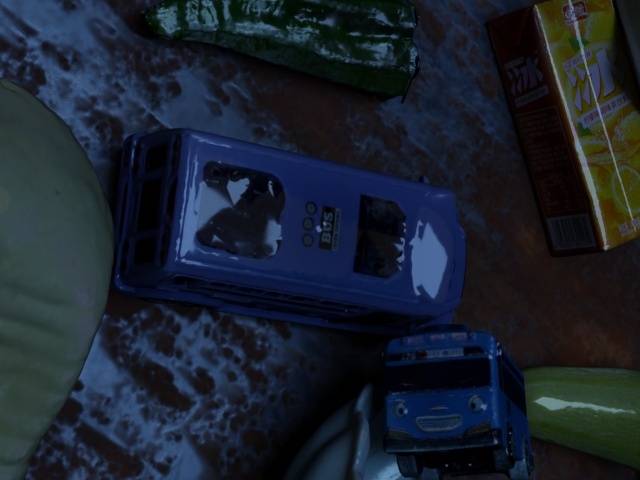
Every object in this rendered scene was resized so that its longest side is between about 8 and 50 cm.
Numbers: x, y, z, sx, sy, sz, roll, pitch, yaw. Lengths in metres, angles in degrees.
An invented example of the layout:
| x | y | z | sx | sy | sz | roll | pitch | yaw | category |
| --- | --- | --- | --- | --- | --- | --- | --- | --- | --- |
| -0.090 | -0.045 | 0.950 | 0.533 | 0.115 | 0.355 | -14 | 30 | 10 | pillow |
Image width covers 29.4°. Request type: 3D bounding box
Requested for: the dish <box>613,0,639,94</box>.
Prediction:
| x | y | z | sx | sy | sz | roll | pitch | yaw | category |
| --- | --- | --- | --- | --- | --- | --- | --- | --- | --- |
| 0.304 | -0.194 | 1.098 | 0.154 | 0.064 | 0.234 | 57 | 23 | -50 | dish |

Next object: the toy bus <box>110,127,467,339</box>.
| x | y | z | sx | sy | sz | roll | pitch | yaw | category |
| --- | --- | --- | --- | --- | --- | --- | --- | --- | --- |
| 0.000 | 0.000 | 0.897 | 0.292 | 0.133 | 0.126 | 11 | 80 | -30 | toy bus |

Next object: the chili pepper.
| x | y | z | sx | sy | sz | roll | pitch | yaw | category |
| --- | --- | --- | --- | --- | --- | --- | --- | --- | --- |
| -0.031 | -0.157 | 0.936 | 0.226 | 0.059 | 0.088 | 1 | 90 | -29 | chili pepper |

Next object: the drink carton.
| x | y | z | sx | sy | sz | roll | pitch | yaw | category |
| --- | --- | --- | --- | --- | --- | --- | --- | --- | --- |
| 0.231 | -0.105 | 1.083 | 0.096 | 0.071 | 0.223 | -21 | 97 | -30 | drink carton |

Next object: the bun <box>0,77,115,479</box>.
| x | y | z | sx | sy | sz | roll | pitch | yaw | category |
| --- | --- | --- | --- | --- | --- | --- | --- | --- | --- |
| -0.292 | 0.032 | 0.675 | 0.361 | 0.213 | 0.361 | -12 | 119 | -21 | bun |

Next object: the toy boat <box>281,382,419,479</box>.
| x | y | z | sx | sy | sz | roll | pitch | yaw | category |
| --- | --- | --- | --- | --- | --- | --- | --- | --- | --- |
| 0.022 | 0.251 | 0.881 | 0.199 | 0.100 | 0.290 | 54 | 29 | -59 | toy boat |

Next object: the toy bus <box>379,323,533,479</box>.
| x | y | z | sx | sy | sz | roll | pitch | yaw | category |
| --- | --- | --- | --- | --- | --- | --- | --- | --- | --- |
| 0.105 | 0.127 | 0.921 | 0.184 | 0.090 | 0.106 | 45 | 43 | -68 | toy bus |

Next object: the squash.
| x | y | z | sx | sy | sz | roll | pitch | yaw | category |
| --- | --- | --- | --- | --- | --- | --- | --- | --- | --- |
| 0.219 | 0.151 | 1.059 | 0.224 | 0.094 | 0.094 | 10 | 81 | -23 | squash |
